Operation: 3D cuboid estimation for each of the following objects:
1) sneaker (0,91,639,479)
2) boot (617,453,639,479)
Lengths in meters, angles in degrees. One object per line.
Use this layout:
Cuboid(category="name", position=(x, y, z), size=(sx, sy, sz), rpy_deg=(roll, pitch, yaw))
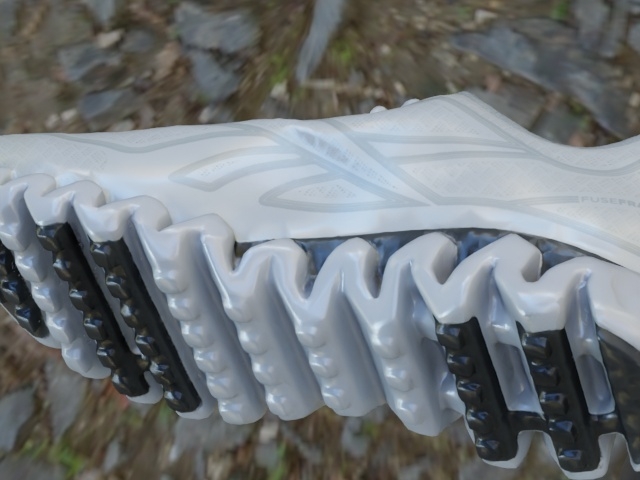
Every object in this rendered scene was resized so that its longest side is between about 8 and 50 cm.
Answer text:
Cuboid(category="sneaker", position=(0.000, 0.000, 0.705), size=(0.292, 0.118, 0.110), rpy_deg=(10, 142, 21))
Cuboid(category="boot", position=(0.275, 0.058, 0.932), size=(0.138, 0.284, 0.377), rpy_deg=(45, 133, -17))
